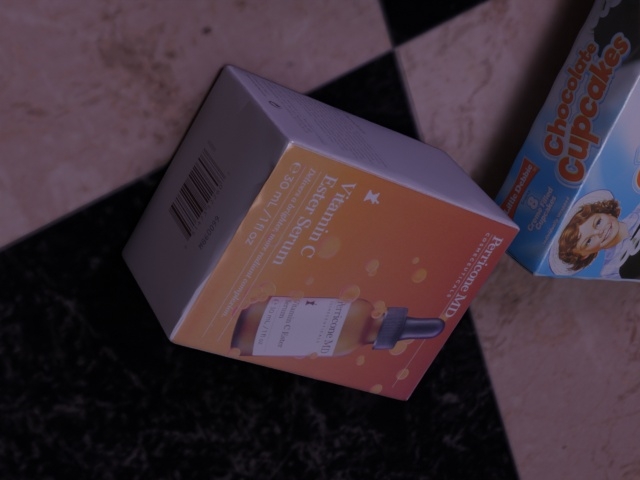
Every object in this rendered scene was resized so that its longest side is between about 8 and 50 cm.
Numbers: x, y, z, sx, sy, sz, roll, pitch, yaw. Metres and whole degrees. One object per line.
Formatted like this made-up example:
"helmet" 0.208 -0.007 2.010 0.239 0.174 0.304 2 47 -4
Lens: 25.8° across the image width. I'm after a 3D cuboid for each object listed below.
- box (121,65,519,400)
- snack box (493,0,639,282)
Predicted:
"box" 0.000 0.000 0.784 0.170 0.091 0.130 18 112 -36
"snack box" 0.241 -0.122 0.835 0.187 0.060 0.322 4 120 -40
